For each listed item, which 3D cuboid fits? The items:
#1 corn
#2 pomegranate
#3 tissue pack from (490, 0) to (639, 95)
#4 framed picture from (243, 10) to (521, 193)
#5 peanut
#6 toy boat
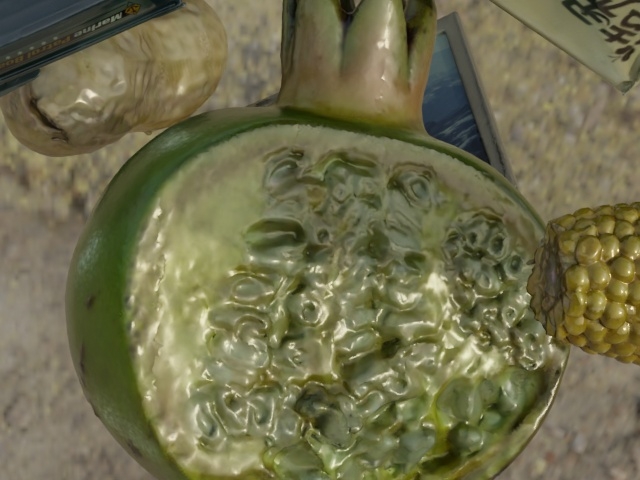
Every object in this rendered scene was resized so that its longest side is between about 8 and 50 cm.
[{"bbox_3d":[0.228,0.024,0.906,0.260,0.091,0.091,4,61,-15],"label":"corn"},{"bbox_3d":[-0.005,0.008,1.201,0.310,0.216,0.358,8,85,-12],"label":"pomegranate"},{"bbox_3d":[0.110,-0.335,1.086,0.405,0.205,0.332,31,53,-20],"label":"tissue pack"},{"bbox_3d":[0.011,-0.070,1.840,0.335,0.022,0.247,-23,49,11],"label":"framed picture"},{"bbox_3d":[-0.193,-0.168,1.823,0.149,0.149,0.313,40,33,19],"label":"peanut"},{"bbox_3d":[-0.259,-0.179,1.500,0.296,0.122,0.114,-23,69,5],"label":"toy boat"}]
